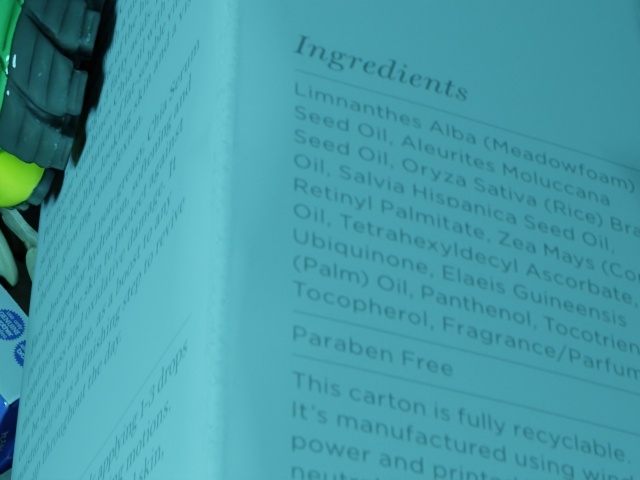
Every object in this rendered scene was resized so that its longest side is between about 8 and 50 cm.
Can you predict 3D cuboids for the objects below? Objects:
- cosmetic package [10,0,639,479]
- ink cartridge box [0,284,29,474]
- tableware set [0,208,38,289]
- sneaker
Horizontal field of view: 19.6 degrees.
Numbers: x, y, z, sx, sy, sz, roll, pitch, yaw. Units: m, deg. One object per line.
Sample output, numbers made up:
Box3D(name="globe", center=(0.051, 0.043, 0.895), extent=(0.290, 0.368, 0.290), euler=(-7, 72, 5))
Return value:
Box3D(name="cosmetic package", center=(0.000, 0.000, 0.649), extent=(0.161, 0.453, 0.230), euler=(14, 141, -19))
Box3D(name="ink cartridge box", center=(-0.224, 0.026, 0.989), extent=(0.207, 0.046, 0.097), euler=(48, 140, 14))
Box3D(name="tableware set", center=(-0.141, 0.007, 0.943), extent=(0.194, 0.039, 0.128), euler=(36, 152, 37))
Box3D(name="sneaker", center=(-0.207, -0.086, 0.799), extent=(0.146, 0.134, 0.343), euler=(18, 169, -23))
